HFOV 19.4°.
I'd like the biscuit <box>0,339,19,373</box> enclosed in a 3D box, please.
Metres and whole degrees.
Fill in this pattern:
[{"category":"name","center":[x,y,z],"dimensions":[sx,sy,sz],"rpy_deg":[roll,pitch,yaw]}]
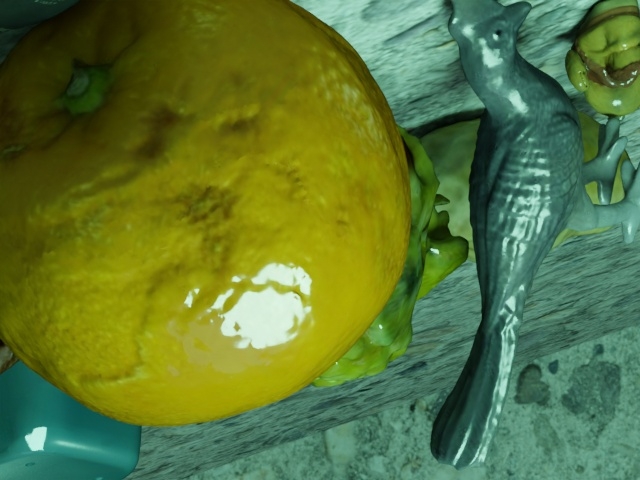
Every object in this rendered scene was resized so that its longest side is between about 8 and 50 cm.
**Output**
[{"category":"biscuit","center":[-0.211,0.033,1.348],"dimensions":[0.049,0.192,0.192],"rpy_deg":[40,135,-21]}]

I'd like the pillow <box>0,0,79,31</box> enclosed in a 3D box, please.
[{"category":"pillow","center":[-0.143,-0.143,0.948],"dimensions":[0.090,0.048,0.150],"rpy_deg":[7,158,-42]}]

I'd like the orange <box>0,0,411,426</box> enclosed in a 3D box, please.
[{"category":"orange","center":[-0.079,-0.022,1.064],"dimensions":[0.261,0.261,0.261],"rpy_deg":[-17,167,-4]}]

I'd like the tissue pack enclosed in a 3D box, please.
[{"category":"tissue pack","center":[-0.300,0.127,1.538],"dimensions":[0.287,0.206,0.198],"rpy_deg":[-26,156,25]}]

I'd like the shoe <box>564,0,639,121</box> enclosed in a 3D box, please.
[{"category":"shoe","center":[0.219,-0.135,1.405],"dimensions":[0.072,0.069,0.109],"rpy_deg":[-7,158,-20]}]

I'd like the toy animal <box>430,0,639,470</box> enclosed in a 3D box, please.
[{"category":"toy animal","center":[0.160,-0.029,1.364],"dimensions":[0.206,0.367,0.081],"rpy_deg":[-19,-151,-36]}]

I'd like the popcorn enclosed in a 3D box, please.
[{"category":"popcorn","center":[0.001,-0.002,1.360],"dimensions":[0.169,0.218,0.189],"rpy_deg":[4,-166,27]}]

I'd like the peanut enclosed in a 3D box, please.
[{"category":"peanut","center":[0.167,-0.046,1.571],"dimensions":[0.224,0.129,0.129],"rpy_deg":[-14,166,-20]}]
